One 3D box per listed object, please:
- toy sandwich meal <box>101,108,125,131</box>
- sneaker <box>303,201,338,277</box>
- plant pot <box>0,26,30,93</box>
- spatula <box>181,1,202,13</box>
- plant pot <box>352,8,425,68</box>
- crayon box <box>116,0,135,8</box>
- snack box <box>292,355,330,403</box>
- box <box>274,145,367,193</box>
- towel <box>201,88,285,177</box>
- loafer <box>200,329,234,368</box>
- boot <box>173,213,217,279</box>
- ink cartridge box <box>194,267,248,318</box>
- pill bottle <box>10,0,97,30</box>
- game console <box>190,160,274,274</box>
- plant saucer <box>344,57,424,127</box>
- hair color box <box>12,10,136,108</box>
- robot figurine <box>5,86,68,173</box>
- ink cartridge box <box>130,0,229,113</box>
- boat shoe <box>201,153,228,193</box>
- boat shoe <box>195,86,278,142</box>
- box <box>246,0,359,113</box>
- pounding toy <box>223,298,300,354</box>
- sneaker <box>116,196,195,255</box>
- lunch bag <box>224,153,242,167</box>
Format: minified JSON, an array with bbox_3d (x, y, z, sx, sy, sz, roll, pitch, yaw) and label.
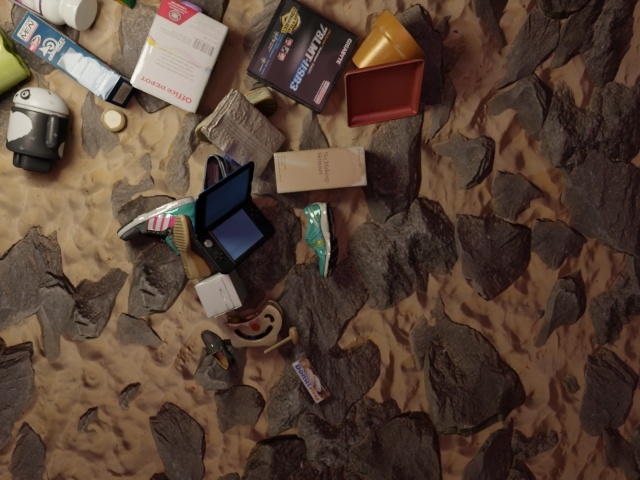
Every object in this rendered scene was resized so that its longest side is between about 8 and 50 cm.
[{"bbox_3d":[-0.730,-0.424,1.736,0.085,0.029,0.085,-1,97,-6],"label":"toy sandwich meal"},{"bbox_3d":[0.000,0.000,1.778,0.110,0.107,0.275,-6,92,19],"label":"sneaker"},{"bbox_3d":[-1.122,-0.572,1.610,0.254,0.276,0.276,-29,96,-9],"label":"plant pot"},{"bbox_3d":[-0.506,-0.681,1.711,0.084,0.030,0.296,27,95,-3],"label":"spatula"},{"bbox_3d":[0.217,-0.631,1.662,0.188,0.205,0.205,-40,96,18],"label":"plant pot"},{"bbox_3d":[-0.758,-0.887,1.615,0.278,0.165,0.081,26,95,-4],"label":"crayon box"},{"bbox_3d":[-0.034,0.524,1.857,0.064,0.022,0.178,-31,96,3],"label":"snack box"},{"bbox_3d":[0.000,-0.247,1.724,0.311,0.121,0.148,-6,96,0],"label":"box"},{"bbox_3d":[-0.251,-0.356,1.662,0.187,0.049,0.282,-55,134,-1],"label":"towel"},{"bbox_3d":[-0.382,0.402,1.815,0.062,0.061,0.170,-41,95,4],"label":"loafer"},{"bbox_3d":[-0.389,0.000,1.704,0.207,0.090,0.248,-26,121,-37],"label":"boot"},{"bbox_3d":[-0.345,0.176,1.734,0.127,0.176,0.128,-22,96,1],"label":"ink cartridge box"},{"bbox_3d":[-0.906,-0.820,1.617,0.301,0.169,0.169,28,95,-5],"label":"pill bottle"},{"bbox_3d":[-0.272,-0.076,1.637,0.250,0.293,0.173,52,137,-7],"label":"game console"},{"bbox_3d":[0.209,-0.504,1.664,0.258,0.259,0.048,-11,62,0],"label":"plant saucer"},{"bbox_3d":[-0.806,-0.594,1.641,0.347,0.174,0.105,34,94,-5],"label":"hair color box"},{"bbox_3d":[-0.957,-0.373,1.661,0.209,0.173,0.278,13,96,-5],"label":"robot figurine"},{"bbox_3d":[-0.467,-0.612,1.648,0.226,0.131,0.306,24,98,-16],"label":"ink cartridge box"},{"bbox_3d":[-0.367,-0.154,1.735,0.108,0.102,0.301,1,96,-2],"label":"boat shoe"},{"bbox_3d":[-0.299,-0.440,1.716,0.302,0.109,0.098,-26,55,1],"label":"boat shoe"},{"bbox_3d":[-0.062,-0.639,1.708,0.293,0.073,0.295,29,95,-3],"label":"box"},{"bbox_3d":[-0.212,0.308,1.762,0.269,0.155,0.154,-4,101,-1],"label":"pounding toy"},{"bbox_3d":[-0.552,-0.018,1.741,0.295,0.124,0.178,-24,87,0],"label":"sneaker"},{"bbox_3d":[-0.290,-0.313,1.733,0.067,0.065,0.098,26,94,-44],"label":"lunch bag"}]
